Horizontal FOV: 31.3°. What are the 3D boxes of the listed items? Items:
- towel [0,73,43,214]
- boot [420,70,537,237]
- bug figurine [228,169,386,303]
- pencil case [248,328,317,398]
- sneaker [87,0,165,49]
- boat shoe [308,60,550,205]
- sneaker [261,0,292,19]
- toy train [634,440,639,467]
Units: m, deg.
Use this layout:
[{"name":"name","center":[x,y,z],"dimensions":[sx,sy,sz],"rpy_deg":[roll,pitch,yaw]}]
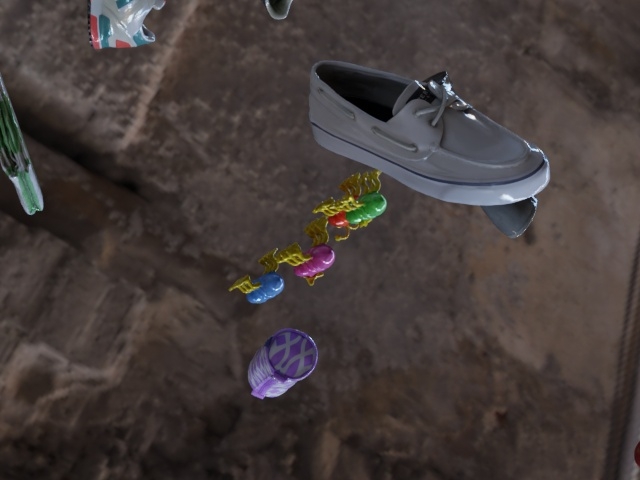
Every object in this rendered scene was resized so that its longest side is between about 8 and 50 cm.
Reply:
[{"name":"towel","center":[-0.476,-0.212,1.671],"dimensions":[0.038,0.324,0.248],"rpy_deg":[-20,171,-11]},{"name":"boot","center":[0.174,-0.084,1.366],"dimensions":[0.076,0.208,0.189],"rpy_deg":[-19,-158,36]},{"name":"bug figurine","center":[0.000,0.000,1.679],"dimensions":[0.279,0.072,0.216],"rpy_deg":[-43,-173,-27]},{"name":"pencil case","center":[-0.062,0.198,1.801],"dimensions":[0.206,0.086,0.088],"rpy_deg":[125,-13,-72]},{"name":"sneaker","center":[-0.187,-0.257,1.105],"dimensions":[0.057,0.075,0.161],"rpy_deg":[-104,-162,-49]},{"name":"boat shoe","center":[0.099,-0.115,1.115],"dimensions":[0.268,0.088,0.096],"rpy_deg":[26,-127,34]},{"name":"sneaker","center":[-0.036,-0.380,1.570],"dimensions":[0.192,0.064,0.086],"rpy_deg":[-46,-122,54]},{"name":"toy train","center":[0.478,0.180,1.383],"dimensions":[0.143,0.105,0.248],"rpy_deg":[-24,-133,62]}]
